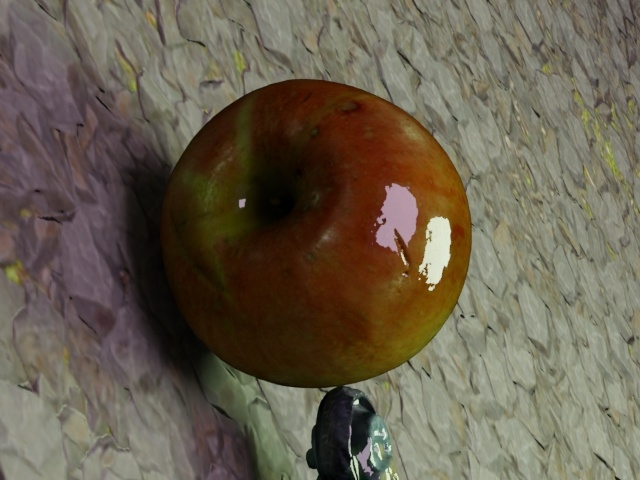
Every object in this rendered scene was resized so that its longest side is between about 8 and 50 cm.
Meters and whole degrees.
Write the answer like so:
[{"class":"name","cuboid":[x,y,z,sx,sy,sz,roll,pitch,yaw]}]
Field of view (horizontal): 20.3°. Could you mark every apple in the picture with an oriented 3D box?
[{"class":"apple","cuboid":[0.000,0.000,1.104,0.196,0.196,0.196,46,32,-41]}]

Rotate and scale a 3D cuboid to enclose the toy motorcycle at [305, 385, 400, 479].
[{"class":"toy motorcycle","cuboid":[0.021,0.245,1.075,0.296,0.109,0.198,-80,153,-47]}]
